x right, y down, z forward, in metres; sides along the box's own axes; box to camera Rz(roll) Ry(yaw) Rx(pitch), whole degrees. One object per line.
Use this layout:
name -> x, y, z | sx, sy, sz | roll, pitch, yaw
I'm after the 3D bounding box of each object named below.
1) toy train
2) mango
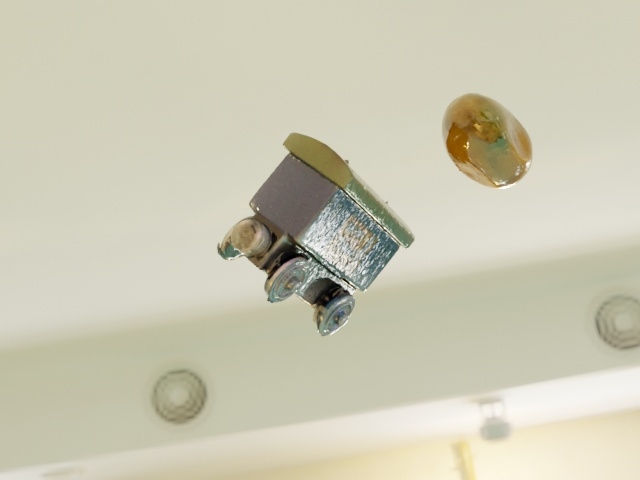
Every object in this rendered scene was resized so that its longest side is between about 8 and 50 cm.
toy train -> 0.000, 0.000, 1.635 | 0.202, 0.131, 0.300 | -51, -27, 0
mango -> 0.191, -0.120, 1.468 | 0.089, 0.115, 0.165 | -49, -37, 2
